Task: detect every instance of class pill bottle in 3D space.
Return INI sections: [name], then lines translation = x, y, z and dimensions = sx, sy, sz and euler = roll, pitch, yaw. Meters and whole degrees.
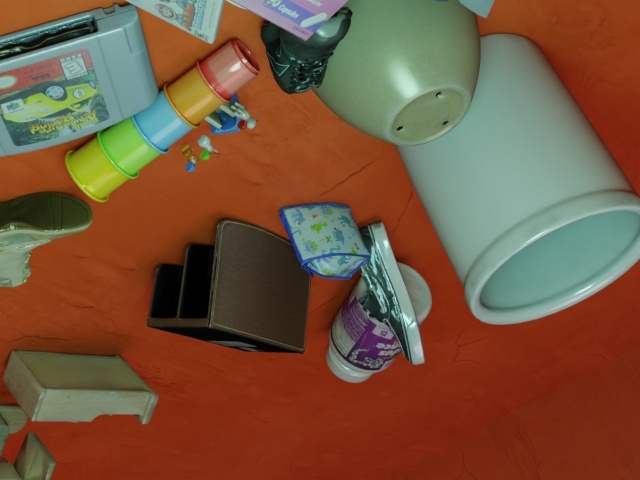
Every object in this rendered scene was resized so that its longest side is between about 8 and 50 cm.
[pill bottle]
translation = 0.118, 0.192, 2.293
dimensions = 0.169, 0.169, 0.301
euler = -7, 147, -27

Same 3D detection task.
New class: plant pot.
[plant pot]
translation = 0.125, -0.254, 1.538
dimensions = 0.284, 0.191, 0.284
euler = -17, 150, -10

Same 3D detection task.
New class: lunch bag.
[lunch bag]
translation = 0.000, 0.000, 1.932
dimensions = 0.151, 0.128, 0.096
euler = 7, 138, -44

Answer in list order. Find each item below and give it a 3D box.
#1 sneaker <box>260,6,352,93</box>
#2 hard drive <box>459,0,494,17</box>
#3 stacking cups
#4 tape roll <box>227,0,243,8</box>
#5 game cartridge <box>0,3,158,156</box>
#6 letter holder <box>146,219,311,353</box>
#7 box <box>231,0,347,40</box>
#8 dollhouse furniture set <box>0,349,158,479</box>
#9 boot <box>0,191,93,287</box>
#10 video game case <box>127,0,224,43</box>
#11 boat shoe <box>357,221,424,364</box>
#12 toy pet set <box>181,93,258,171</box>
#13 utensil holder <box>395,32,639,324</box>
[sneaker]
translation = -0.014, -0.255, 1.389
dimensions = 0.101, 0.106, 0.267
euler = -9, -172, -11
[hard drive]
translation = 0.230, -0.439, 1.341
dimensions = 0.054, 0.172, 0.254
euler = 8, 144, -5
[stacking cups]
translation = -0.230, -0.183, 1.523
dimensions = 0.316, 0.096, 0.096
euler = -35, 149, 12
[tape roll]
translation = -0.030, -0.413, 1.258
dimensions = 0.286, 0.100, 0.286
euler = -18, 150, -11
[game cartridge]
translation = -0.374, -0.208, 1.404
dimensions = 0.294, 0.060, 0.196
euler = -19, 155, -8
[letter holder]
translation = -0.163, 0.087, 1.970
dimensions = 0.152, 0.214, 0.302
euler = -2, 165, 33
[box]
translation = -0.019, -0.368, 1.118
dimensions = 0.243, 0.117, 0.214
euler = -39, 147, 25
[dollhouse furniture set]
translation = -0.533, 0.435, 2.065
dimensions = 0.256, 0.362, 0.394
euler = 10, 107, -42
[boot]
translation = -0.472, 0.004, 1.658
dimensions = 0.213, 0.077, 0.165
euler = -9, 148, -14
[video game case]
translation = -0.185, -0.316, 1.263
dimensions = 0.143, 0.019, 0.157
euler = 27, 158, -3
[boat shoe]
translation = 0.127, 0.117, 2.080
dimensions = 0.102, 0.301, 0.108
euler = -19, -173, 4
[toy pet set]
translation = -0.149, -0.165, 1.569
dimensions = 0.122, 0.114, 0.065
euler = -35, 140, 21
[utensil holder]
translation = 0.324, -0.107, 1.723
dimensions = 0.328, 0.385, 0.327
euler = -17, 151, -10
